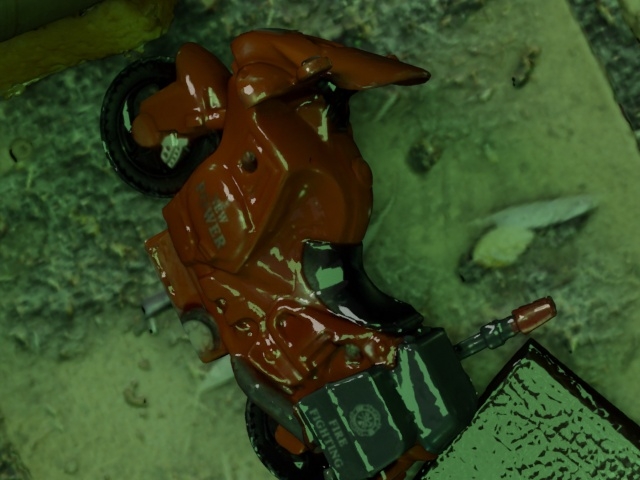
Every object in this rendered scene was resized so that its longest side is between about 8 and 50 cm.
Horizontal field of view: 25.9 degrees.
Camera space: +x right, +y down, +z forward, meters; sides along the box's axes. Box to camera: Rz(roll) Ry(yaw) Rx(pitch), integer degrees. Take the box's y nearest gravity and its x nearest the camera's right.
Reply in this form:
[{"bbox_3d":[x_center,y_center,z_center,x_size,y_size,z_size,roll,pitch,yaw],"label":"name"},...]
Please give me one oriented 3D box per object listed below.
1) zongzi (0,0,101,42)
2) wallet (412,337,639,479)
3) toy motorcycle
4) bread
[{"bbox_3d":[-0.375,-0.253,0.832,0.418,0.181,0.447,-23,80,-8],"label":"zongzi"},{"bbox_3d":[0.190,0.189,0.909,0.243,0.039,0.133,38,98,3],"label":"wallet"},{"bbox_3d":[0.000,0.000,0.878,0.221,0.148,0.325,-29,86,25],"label":"toy motorcycle"},{"bbox_3d":[-0.175,-0.162,0.908,0.187,0.065,0.103,-15,59,5],"label":"bread"}]
